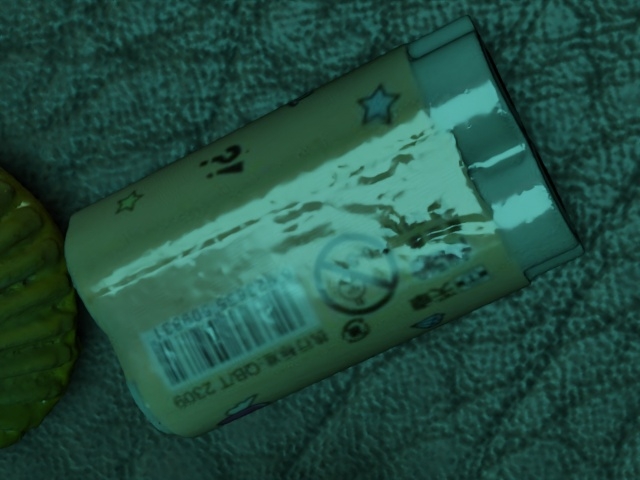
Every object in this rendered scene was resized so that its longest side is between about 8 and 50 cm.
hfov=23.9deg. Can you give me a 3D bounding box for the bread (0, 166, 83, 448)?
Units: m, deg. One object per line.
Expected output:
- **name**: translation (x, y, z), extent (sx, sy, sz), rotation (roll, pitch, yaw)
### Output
- **bread**: translation (-0.273, 0.048, 0.967), extent (0.240, 0.139, 0.240), rotation (1, 99, 5)

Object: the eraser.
- **eraser**: translation (0.000, 0.000, 0.949), extent (0.290, 0.087, 0.171), rotation (-26, 98, 12)
